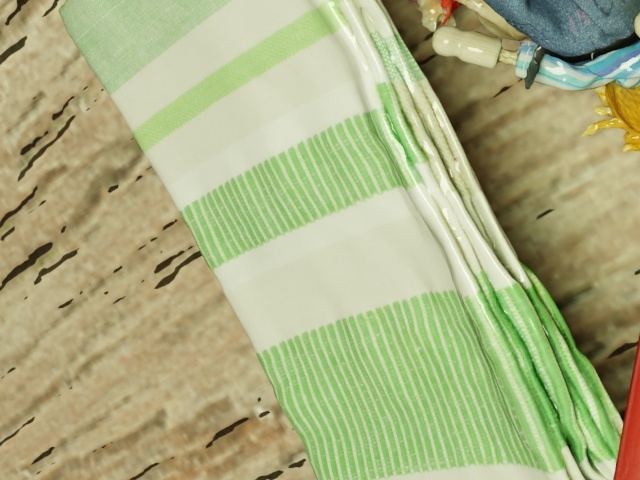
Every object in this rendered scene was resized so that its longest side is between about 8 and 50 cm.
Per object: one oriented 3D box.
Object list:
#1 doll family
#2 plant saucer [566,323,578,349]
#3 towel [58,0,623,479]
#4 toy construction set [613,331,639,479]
[{"bbox_3d":[0.124,-0.100,0.656,0.263,0.118,0.163,-13,144,35],"label":"doll family"},{"bbox_3d":[0.067,0.066,0.836,0.119,0.021,0.119,12,114,27],"label":"plant saucer"},{"bbox_3d":[0.000,0.000,0.784,0.324,0.038,0.248,60,151,-3],"label":"towel"},{"bbox_3d":[0.271,0.009,0.597,0.309,0.257,0.237,9,70,11],"label":"toy construction set"}]
